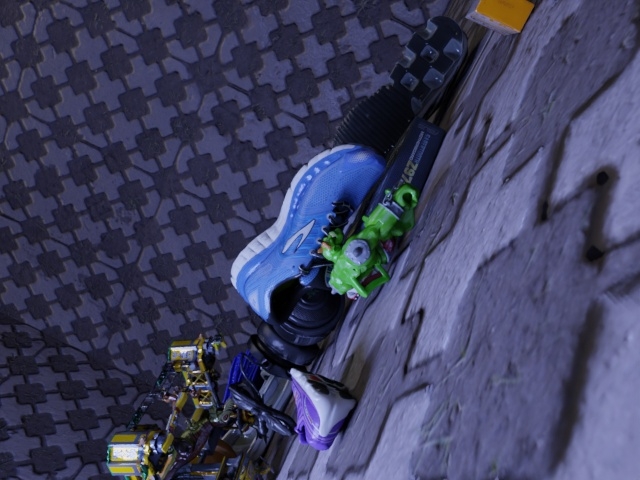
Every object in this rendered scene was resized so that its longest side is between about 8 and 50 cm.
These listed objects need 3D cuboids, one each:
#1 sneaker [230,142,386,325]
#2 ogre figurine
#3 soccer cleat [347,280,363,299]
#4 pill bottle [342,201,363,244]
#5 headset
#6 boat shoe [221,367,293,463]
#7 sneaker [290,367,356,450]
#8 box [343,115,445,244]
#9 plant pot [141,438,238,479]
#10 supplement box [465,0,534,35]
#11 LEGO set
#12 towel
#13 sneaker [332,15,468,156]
[{"bbox_3d":[0.000,0.000,0.824,0.129,0.147,0.330,13,-59,-48],"label":"sneaker"},{"bbox_3d":[0.065,0.007,0.709,0.118,0.097,0.197,-45,8,-25],"label":"ogre figurine"},{"bbox_3d":[0.052,0.078,0.895,0.029,0.035,0.083,-64,1,-14],"label":"soccer cleat"},{"bbox_3d":[0.034,-0.037,1.194,0.279,0.162,0.162,-63,1,26],"label":"pill bottle"},{"bbox_3d":[-0.028,0.178,0.976,0.394,0.185,0.243,-39,-20,-54],"label":"headset"},{"bbox_3d":[-0.123,0.346,1.217,0.321,0.103,0.118,-65,1,-24],"label":"boat shoe"},{"bbox_3d":[-0.010,0.189,0.604,0.170,0.068,0.071,130,160,-83],"label":"sneaker"},{"bbox_3d":[0.114,-0.074,0.901,0.184,0.059,0.233,-64,2,-19],"label":"box"},{"bbox_3d":[-0.231,0.497,1.011,0.205,0.205,0.188,-64,17,-10],"label":"plant pot"},{"bbox_3d":[0.224,-0.290,0.677,0.098,0.062,0.036,-65,0,-70],"label":"supplement box"},{"bbox_3d":[-0.170,0.312,0.881,0.331,0.192,0.255,-63,-34,-68],"label":"LEGO set"},{"bbox_3d":[-0.198,0.422,1.387,0.308,0.076,0.228,88,-165,-62],"label":"towel"},{"bbox_3d":[0.163,-0.252,1.018,0.330,0.122,0.146,-46,-18,23],"label":"sneaker"}]
